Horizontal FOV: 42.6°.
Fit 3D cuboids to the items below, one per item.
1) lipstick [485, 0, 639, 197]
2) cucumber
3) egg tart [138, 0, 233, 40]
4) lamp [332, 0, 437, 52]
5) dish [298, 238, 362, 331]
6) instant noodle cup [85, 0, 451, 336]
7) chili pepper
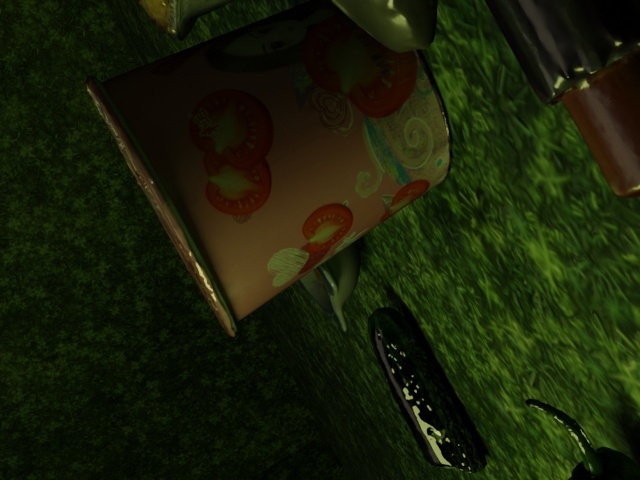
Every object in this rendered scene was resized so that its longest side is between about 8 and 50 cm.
[{"bbox_3d":[0.082,-0.157,0.357,0.299,0.081,0.081,61,169,2],"label":"lipstick"},{"bbox_3d":[0.129,0.193,1.053,0.241,0.074,0.074,62,169,0],"label":"cucumber"},{"bbox_3d":[-0.069,-0.259,0.604,0.234,0.094,0.234,-167,90,-86],"label":"egg tart"},{"bbox_3d":[0.004,-0.224,0.490,0.250,0.101,0.101,61,170,-21],"label":"lamp"},{"bbox_3d":[0.000,0.000,1.104,0.236,0.086,0.228,52,167,36],"label":"dish"},{"bbox_3d":[-0.037,-0.076,0.695,0.243,0.231,0.243,58,169,18],"label":"instant noodle cup"},{"bbox_3d":[0.241,0.228,0.651,0.122,0.065,0.278,43,163,47],"label":"chili pepper"}]
